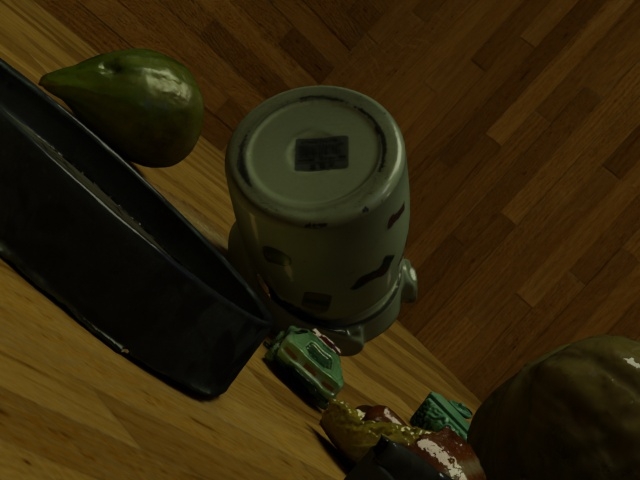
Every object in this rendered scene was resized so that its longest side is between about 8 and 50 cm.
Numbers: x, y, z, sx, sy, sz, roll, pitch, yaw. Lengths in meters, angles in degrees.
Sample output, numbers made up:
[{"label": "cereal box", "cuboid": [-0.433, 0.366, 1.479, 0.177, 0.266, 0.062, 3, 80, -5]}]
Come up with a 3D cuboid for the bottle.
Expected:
[{"label": "bottle", "cuboid": [0.000, 0.000, 1.952, 0.229, 0.229, 0.352, 44, -21, 29]}]

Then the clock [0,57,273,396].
[{"label": "clock", "cuboid": [-0.196, -0.029, 1.314, 0.386, 0.076, 0.386, 43, 3, -3]}]

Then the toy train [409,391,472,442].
[{"label": "toy train", "cuboid": [0.193, 0.276, 2.260, 0.099, 0.070, 0.172, 24, 15, -48]}]

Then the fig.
[{"label": "fig", "cuboid": [-0.259, -0.201, 2.247, 0.233, 0.167, 0.167, 48, -2, -39]}]

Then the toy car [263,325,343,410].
[{"label": "toy car", "cuboid": [-0.012, 0.125, 1.749, 0.093, 0.058, 0.186, 41, 3, -1]}]

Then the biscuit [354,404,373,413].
[{"label": "biscuit", "cuboid": [0.119, 0.260, 1.742, 0.183, 0.039, 0.174, 42, 1, -18]}]

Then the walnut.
[{"label": "walnut", "cuboid": [0.305, 0.245, 1.767, 0.277, 0.253, 0.282, 53, -5, -1]}]

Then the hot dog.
[{"label": "hot dog", "cuboid": [0.107, 0.225, 1.508, 0.261, 0.093, 0.123, 43, 3, 14]}]

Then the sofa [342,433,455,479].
[{"label": "sofa", "cuboid": [0.074, 0.217, 1.249, 0.060, 0.085, 0.147, 41, 0, 44]}]

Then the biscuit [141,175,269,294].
[{"label": "biscuit", "cuboid": [-0.151, -0.004, 2.053, 0.160, 0.030, 0.249, 43, 3, 20]}]
